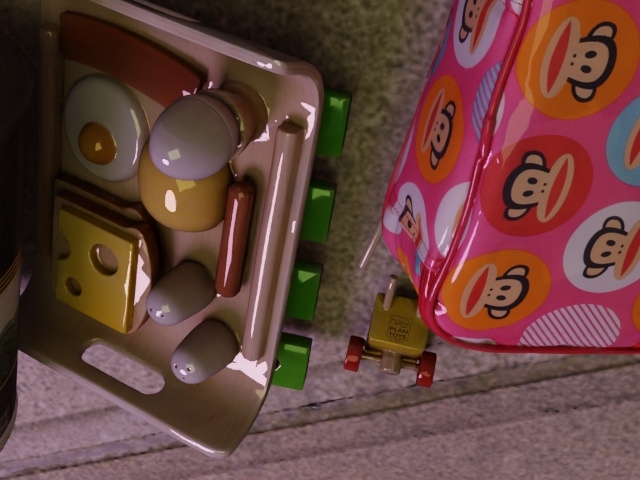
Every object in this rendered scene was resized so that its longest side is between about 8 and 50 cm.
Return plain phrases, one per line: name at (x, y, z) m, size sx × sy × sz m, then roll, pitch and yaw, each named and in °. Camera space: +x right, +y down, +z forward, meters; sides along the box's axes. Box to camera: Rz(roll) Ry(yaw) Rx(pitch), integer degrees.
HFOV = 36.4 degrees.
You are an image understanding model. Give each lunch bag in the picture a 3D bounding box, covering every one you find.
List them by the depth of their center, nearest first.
lunch bag at (0.192, -0.067, 0.587) m, size 0.258 × 0.120 × 0.293 m, roll 4°, pitch 122°, yaw -17°

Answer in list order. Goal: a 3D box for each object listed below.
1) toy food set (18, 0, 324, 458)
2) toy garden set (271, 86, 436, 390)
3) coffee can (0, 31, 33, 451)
toy food set at (-0.130, -0.016, 0.646) m, size 0.220 × 0.092 × 0.306 m, roll 24°, pitch 123°, yaw 19°
toy garden set at (0.000, 0.000, 0.708) m, size 0.204 × 0.049 × 0.244 m, roll 11°, pitch 121°, yaw 3°
coffee can at (-0.290, 0.010, 0.613) m, size 0.202 × 0.201 × 0.275 m, roll 14°, pitch 125°, yaw 0°
